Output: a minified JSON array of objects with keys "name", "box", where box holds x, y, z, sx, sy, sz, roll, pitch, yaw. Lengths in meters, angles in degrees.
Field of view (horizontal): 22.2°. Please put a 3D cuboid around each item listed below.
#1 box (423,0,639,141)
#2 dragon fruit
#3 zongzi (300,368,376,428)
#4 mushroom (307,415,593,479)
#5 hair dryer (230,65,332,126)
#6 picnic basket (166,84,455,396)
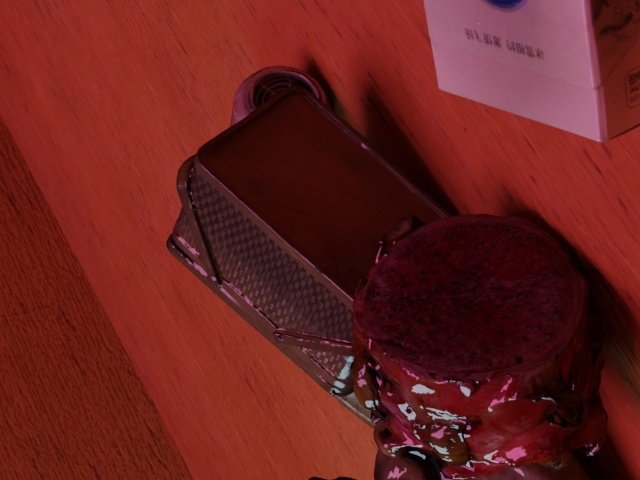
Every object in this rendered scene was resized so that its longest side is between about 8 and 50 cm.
[{"name":"box","box":[0.129,-0.204,1.015,0.164,0.069,0.256,26,136,49]},{"name":"dragon fruit","box":[0.131,0.102,1.339,0.282,0.211,0.147,52,161,44]},{"name":"zongzi","box":[0.053,0.143,1.665,0.194,0.099,0.197,31,157,5]},{"name":"mushroom","box":[0.141,0.228,1.497,0.217,0.292,0.212,-43,-39,-67]},{"name":"hair dryer","box":[0.026,-0.013,1.705,0.344,0.107,0.189,50,155,19]},{"name":"picnic basket","box":[0.000,0.000,1.537,0.267,0.165,0.139,41,142,13]}]
